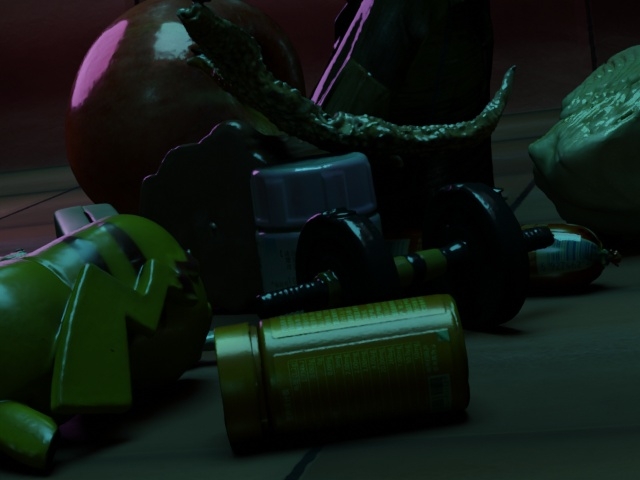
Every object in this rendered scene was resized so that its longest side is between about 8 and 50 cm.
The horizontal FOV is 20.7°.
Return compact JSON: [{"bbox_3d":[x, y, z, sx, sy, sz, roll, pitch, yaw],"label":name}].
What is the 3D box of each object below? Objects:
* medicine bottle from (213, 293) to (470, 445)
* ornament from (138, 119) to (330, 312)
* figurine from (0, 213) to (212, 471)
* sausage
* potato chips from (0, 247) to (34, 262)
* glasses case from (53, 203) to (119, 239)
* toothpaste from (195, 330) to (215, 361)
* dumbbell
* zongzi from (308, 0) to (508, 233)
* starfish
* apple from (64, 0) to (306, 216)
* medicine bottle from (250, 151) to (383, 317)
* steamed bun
[{"bbox_3d":[0.016,0.101,1.376,0.192,0.096,0.096,-9,9,-2],"label":"medicine bottle"},{"bbox_3d":[-0.061,-0.029,2.007,0.221,0.235,0.217,25,20,24],"label":"ornament"},{"bbox_3d":[-0.224,0.085,1.509,0.327,0.218,0.169,-27,-21,-45],"label":"figurine"},{"bbox_3d":[0.188,0.020,1.833,0.264,0.083,0.083,-1,11,30],"label":"sausage"},{"bbox_3d":[-0.491,0.039,2.470,0.207,0.028,0.092,-11,11,-8],"label":"potato chips"},{"bbox_3d":[-0.239,0.040,1.894,0.070,0.131,0.313,-9,9,-10],"label":"glasses case"},{"bbox_3d":[-0.206,0.115,1.705,0.255,0.037,0.067,-10,8,10],"label":"toothpaste"},{"bbox_3d":[0.084,0.027,1.635,0.325,0.143,0.143,-12,10,-29],"label":"dumbbell"},{"bbox_3d":[0.011,-0.146,2.158,0.432,0.403,0.208,-16,44,-13],"label":"zongzi"},{"bbox_3d":[0.008,-0.160,1.890,0.398,0.132,0.384,10,2,-13],"label":"starfish"},{"bbox_3d":[-0.208,-0.184,2.622,0.364,0.364,0.364,-8,9,1],"label":"apple"},{"bbox_3d":[0.000,0.000,1.805,0.135,0.168,0.135,-7,9,1],"label":"medicine bottle"},{"bbox_3d":[0.390,-0.103,2.047,0.276,0.203,0.289,-35,10,-6],"label":"steamed bun"}]
